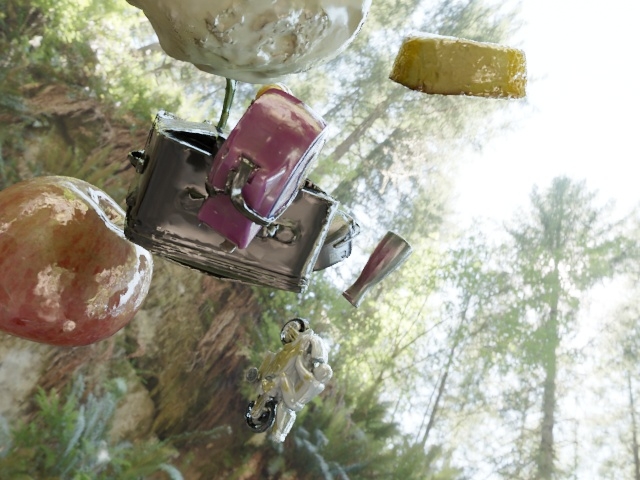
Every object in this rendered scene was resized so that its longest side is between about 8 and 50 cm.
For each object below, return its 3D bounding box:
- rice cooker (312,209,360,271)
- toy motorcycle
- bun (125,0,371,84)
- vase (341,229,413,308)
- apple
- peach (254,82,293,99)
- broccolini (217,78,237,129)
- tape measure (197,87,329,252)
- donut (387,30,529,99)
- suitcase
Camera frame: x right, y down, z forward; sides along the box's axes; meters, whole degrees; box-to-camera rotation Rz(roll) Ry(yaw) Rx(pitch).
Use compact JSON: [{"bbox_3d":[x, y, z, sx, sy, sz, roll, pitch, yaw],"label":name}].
[{"bbox_3d":[0.001,-0.001,1.448,0.142,0.202,0.119,40,-34,50],"label":"rice cooker"},{"bbox_3d":[-0.049,0.245,1.044,0.151,0.229,0.074,4,-32,36],"label":"toy motorcycle"},{"bbox_3d":[-0.105,-0.316,0.656,0.326,0.362,0.234,36,-53,-12],"label":"bun"},{"bbox_3d":[0.143,0.079,1.518,0.086,0.086,0.214,41,-96,-1],"label":"vase"},{"bbox_3d":[-0.454,0.029,1.038,0.344,0.345,0.270,24,-92,12],"label":"apple"},{"bbox_3d":[-0.110,-0.333,1.534,0.103,0.179,0.179,-15,-67,8],"label":"peach"},{"bbox_3d":[-0.187,-0.304,1.179,0.054,0.051,0.239,6,-53,-26],"label":"broccolini"},{"bbox_3d":[-0.050,-0.064,0.491,0.074,0.125,0.118,33,-35,-1],"label":"tape measure"},{"bbox_3d":[0.170,-0.215,0.706,0.178,0.162,0.066,36,-52,53],"label":"donut"},{"bbox_3d":[-0.156,-0.072,0.890,0.283,0.434,0.194,19,-82,-21],"label":"suitcase"}]
